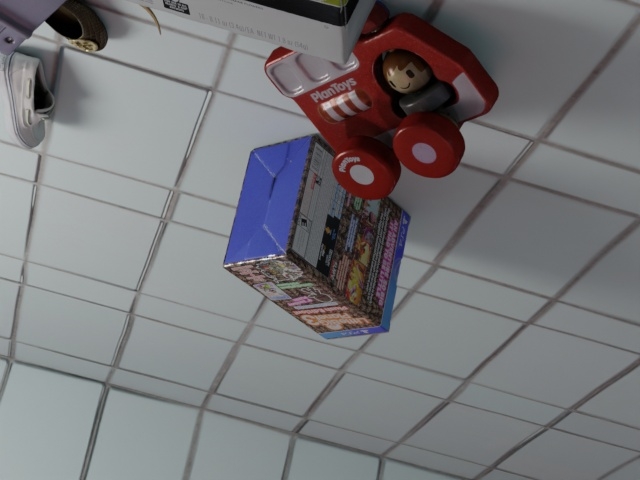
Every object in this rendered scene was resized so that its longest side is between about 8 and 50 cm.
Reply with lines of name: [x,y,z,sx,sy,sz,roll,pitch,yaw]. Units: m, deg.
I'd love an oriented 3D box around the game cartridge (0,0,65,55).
game cartridge: [-0.415,-0.401,1.816,0.230,0.068,0.355,26,137,-34]

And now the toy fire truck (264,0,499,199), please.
toy fire truck: [0.089,-0.217,1.960,0.302,0.169,0.254,-19,121,44]

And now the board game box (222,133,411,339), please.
board game box: [0.000,0.000,2.312,0.141,0.232,0.291,-10,146,38]

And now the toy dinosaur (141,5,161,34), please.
toy dinosaur: [-0.291,-0.366,1.941,0.183,0.053,0.092,27,166,-13]

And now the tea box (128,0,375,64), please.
tea box: [-0.088,-0.409,1.520,0.329,0.220,0.323,17,153,13]

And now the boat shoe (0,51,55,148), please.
boat shoe: [-0.473,-0.220,2.238,0.075,0.083,0.226,9,152,7]

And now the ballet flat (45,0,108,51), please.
ballet flat: [-0.398,-0.345,1.995,0.084,0.058,0.250,-3,150,27]
